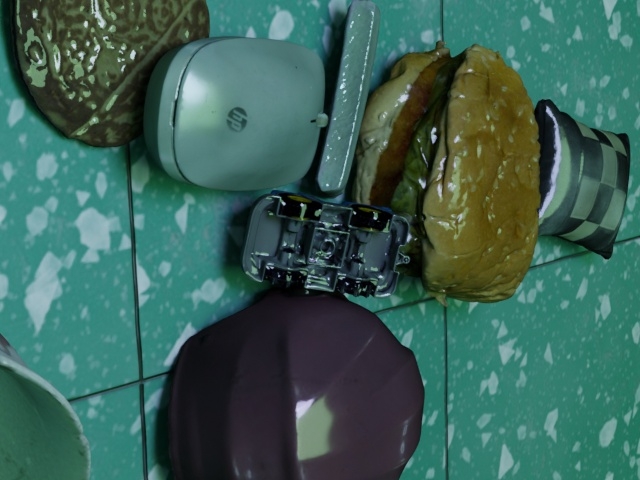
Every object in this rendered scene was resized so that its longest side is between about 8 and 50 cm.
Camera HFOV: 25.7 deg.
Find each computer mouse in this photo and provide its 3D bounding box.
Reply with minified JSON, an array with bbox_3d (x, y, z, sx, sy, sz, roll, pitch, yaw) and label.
[{"bbox_3d":[-0.067,-0.130,1.449,0.288,0.097,0.159,-3,101,-53],"label":"computer mouse"}]

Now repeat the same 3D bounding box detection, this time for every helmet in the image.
[{"bbox_3d":[0.004,0.188,1.531,0.338,0.197,0.271,-14,104,-43],"label":"helmet"}]

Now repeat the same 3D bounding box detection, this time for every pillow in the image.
[{"bbox_3d":[0.344,-0.078,1.902,0.250,0.106,0.186,13,87,-51],"label":"pillow"}]

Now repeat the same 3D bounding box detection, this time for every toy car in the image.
[{"bbox_3d":[0.000,0.000,1.545,0.191,0.100,0.097,9,101,-21],"label":"toy car"}]

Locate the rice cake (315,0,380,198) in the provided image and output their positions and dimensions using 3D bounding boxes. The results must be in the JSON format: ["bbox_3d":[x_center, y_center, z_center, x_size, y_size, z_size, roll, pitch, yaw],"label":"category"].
[{"bbox_3d":[0.032,-0.158,1.592,0.080,0.042,0.221,47,54,-83],"label":"rice cake"}]

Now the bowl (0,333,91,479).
[{"bbox_3d":[-0.401,0.126,1.046,0.435,0.435,0.196,32,30,-44],"label":"bowl"}]

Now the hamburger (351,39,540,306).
[{"bbox_3d":[0.138,-0.052,1.653,0.209,0.162,0.330,-25,119,-43],"label":"hamburger"}]

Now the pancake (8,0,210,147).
[{"bbox_3d":[-0.202,-0.221,1.362,0.250,0.031,0.250,-11,105,-45],"label":"pancake"}]
